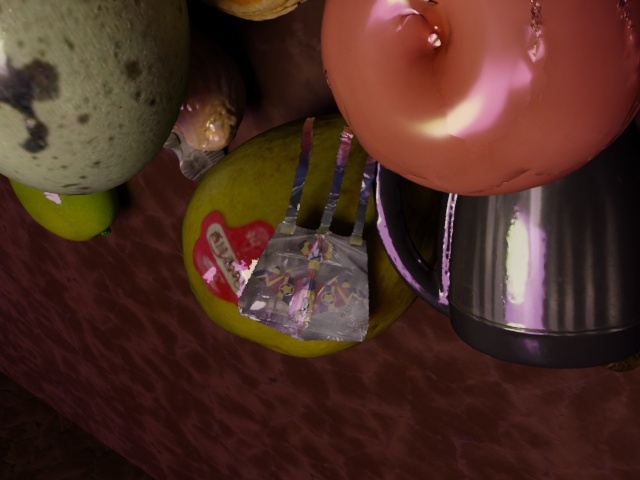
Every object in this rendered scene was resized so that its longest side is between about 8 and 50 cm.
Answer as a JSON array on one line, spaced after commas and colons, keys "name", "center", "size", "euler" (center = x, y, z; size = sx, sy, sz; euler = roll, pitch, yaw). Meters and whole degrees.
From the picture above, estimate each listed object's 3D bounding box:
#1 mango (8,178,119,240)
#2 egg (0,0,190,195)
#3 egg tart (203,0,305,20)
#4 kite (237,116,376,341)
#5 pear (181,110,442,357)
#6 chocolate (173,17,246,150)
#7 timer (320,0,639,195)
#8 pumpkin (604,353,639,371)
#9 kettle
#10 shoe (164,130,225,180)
[{"name": "mango", "center": [-0.490, -0.151, 1.317], "size": [0.192, 0.156, 0.343], "euler": [0, 122, 34]}, {"name": "egg", "center": [-0.279, -0.216, 0.758], "size": [0.288, 0.287, 0.379], "euler": [31, 150, 19]}, {"name": "egg tart", "center": [-0.085, -0.377, 0.720], "size": [0.315, 0.120, 0.315], "euler": [28, 142, 25]}, {"name": "kite", "center": [0.000, -0.001, 0.722], "size": [0.141, 0.015, 0.245], "euler": [11, 118, -4]}, {"name": "pear", "center": [0.010, -0.021, 0.867], "size": [0.375, 0.287, 0.287], "euler": [-41, 94, 25]}, {"name": "chocolate", "center": [-0.208, -0.255, 0.956], "size": [0.309, 0.134, 0.134], "euler": [53, 144, -3]}, {"name": "timer", "center": [0.119, -0.145, 0.511], "size": [0.230, 0.215, 0.229], "euler": [16, 118, 33]}, {"name": "pumpkin", "center": [0.347, 0.135, 0.881], "size": [0.083, 0.028, 0.050], "euler": [34, 141, 8]}, {"name": "kettle", "center": [0.206, -0.047, 0.709], "size": [0.251, 0.207, 0.271], "euler": [14, 118, 39]}, {"name": "shoe", "center": [-0.210, -0.165, 1.098], "size": [0.099, 0.071, 0.169], "euler": [56, -178, 36]}]
